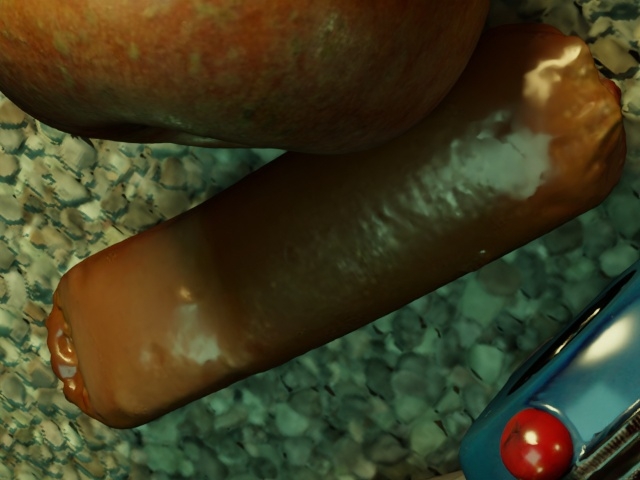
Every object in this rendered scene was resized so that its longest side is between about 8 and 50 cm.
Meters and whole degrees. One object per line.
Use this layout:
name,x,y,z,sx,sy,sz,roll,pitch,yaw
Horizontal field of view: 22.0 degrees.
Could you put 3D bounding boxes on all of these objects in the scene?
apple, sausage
apple,-0.042,-0.150,0.667,0.254,0.253,0.253,10,115,21
sausage,0.000,0.001,0.805,0.348,0.094,0.097,-27,78,32

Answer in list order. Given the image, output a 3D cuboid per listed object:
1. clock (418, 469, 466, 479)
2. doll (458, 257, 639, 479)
clock,0.079,0.220,0.878,0.197,0.068,0.196,9,115,21
doll,0.212,0.150,0.693,0.310,0.240,0.284,47,135,6
